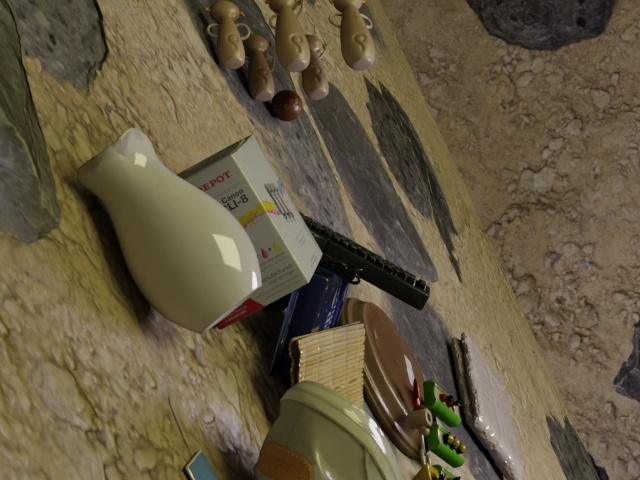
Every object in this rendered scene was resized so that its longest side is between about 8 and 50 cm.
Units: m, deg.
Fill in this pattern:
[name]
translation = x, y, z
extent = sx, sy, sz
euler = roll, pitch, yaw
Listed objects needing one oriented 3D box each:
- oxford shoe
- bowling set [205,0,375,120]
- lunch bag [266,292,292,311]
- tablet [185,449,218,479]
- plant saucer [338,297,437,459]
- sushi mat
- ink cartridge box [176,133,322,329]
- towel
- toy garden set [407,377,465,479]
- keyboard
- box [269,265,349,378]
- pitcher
[oxford shoe]
translation = 0.047, 0.334, 1.472
extent = 0.130, 0.169, 0.449
euler = -53, 135, -25
[bowling set]
translation = -0.067, -0.310, 2.209
extent = 0.200, 0.287, 0.154
euler = 120, -35, -54
[lunch bag]
translation = -0.063, 0.034, 1.723
extent = 0.098, 0.067, 0.065
euler = 53, 15, -22
[tablet]
translation = -0.106, 0.250, 1.302
extent = 0.083, 0.006, 0.054
euler = 62, 14, -4
[plant saucer]
translation = 0.110, 0.208, 2.071
extent = 0.278, 0.041, 0.278
euler = 56, 15, -23
[sushi mat]
translation = 0.011, 0.187, 1.682
extent = 0.316, 0.019, 0.151
euler = -1, 94, -74
[ink cartridge box]
translation = -0.100, -0.013, 1.557
extent = 0.176, 0.128, 0.127
euler = 59, 15, -8
[towel]
translation = 0.321, 0.323, 2.582
extent = 0.187, 0.049, 0.282
euler = 53, 18, -27
[toy garden set]
translation = 0.186, 0.322, 1.984
extent = 0.204, 0.049, 0.244
euler = 43, 38, -53
[keyboard]
translation = 0.000, 0.000, 1.716
extent = 0.317, 0.033, 0.201
euler = 28, 12, 2
[box]
translation = -0.008, 0.098, 1.702
extent = 0.225, 0.036, 0.136
euler = -23, 130, -75
[pitcher]
translation = -0.155, -0.007, 1.404
extent = 0.207, 0.125, 0.178
euler = 52, 0, 3
